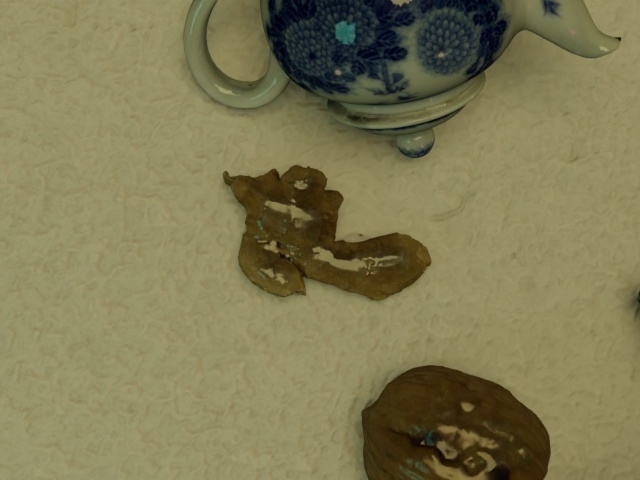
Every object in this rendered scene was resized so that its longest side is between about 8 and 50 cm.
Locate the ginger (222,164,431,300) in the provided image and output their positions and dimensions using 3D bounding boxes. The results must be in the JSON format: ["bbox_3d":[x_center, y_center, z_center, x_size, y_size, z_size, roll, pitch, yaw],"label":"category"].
[{"bbox_3d":[0.007,-0.008,1.188,0.214,0.059,0.132,2,86,-4],"label":"ginger"}]

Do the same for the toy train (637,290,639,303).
[{"bbox_3d":[0.444,0.118,1.186,0.154,0.115,0.269,-43,87,-8],"label":"toy train"}]

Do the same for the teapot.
[{"bbox_3d":[0.071,-0.206,1.149,0.424,0.252,0.280,-6,120,12],"label":"teapot"}]

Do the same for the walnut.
[{"bbox_3d":[0.123,0.201,1.129,0.184,0.155,0.155,24,80,8],"label":"walnut"}]
